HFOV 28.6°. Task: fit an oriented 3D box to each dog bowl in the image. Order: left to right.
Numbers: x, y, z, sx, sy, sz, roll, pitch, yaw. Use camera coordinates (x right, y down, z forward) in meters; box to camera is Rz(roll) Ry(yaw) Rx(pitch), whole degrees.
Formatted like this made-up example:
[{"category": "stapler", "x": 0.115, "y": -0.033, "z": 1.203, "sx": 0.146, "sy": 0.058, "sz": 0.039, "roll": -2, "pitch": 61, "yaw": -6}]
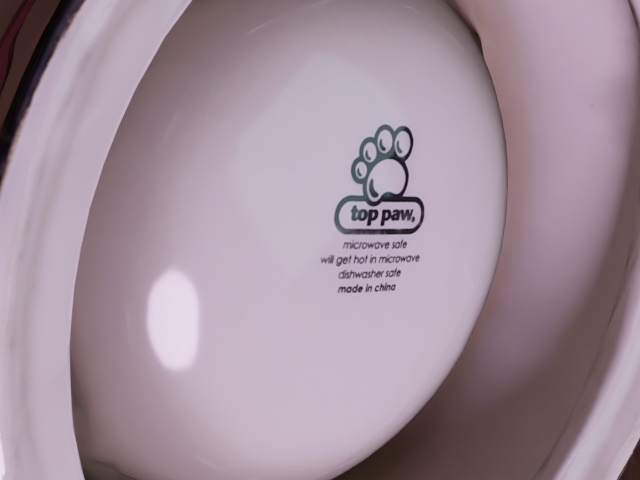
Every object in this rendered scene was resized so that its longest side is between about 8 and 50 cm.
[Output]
[{"category": "dog bowl", "x": 0.000, "y": 0.000, "z": 0.564, "sx": 0.408, "sy": 0.150, "sz": 0.408, "roll": -15, "pitch": 114, "yaw": -38}]
